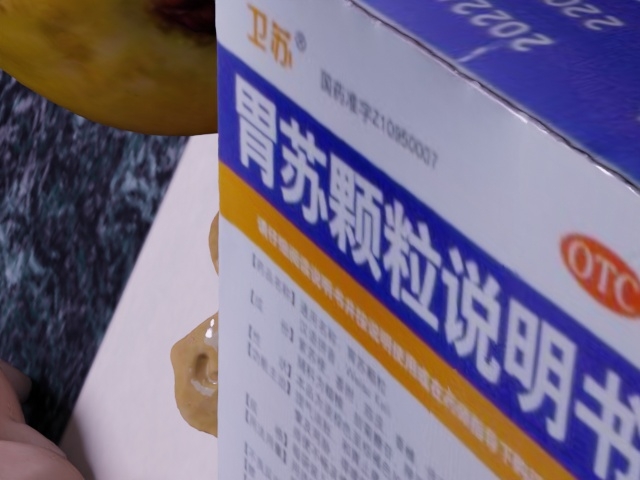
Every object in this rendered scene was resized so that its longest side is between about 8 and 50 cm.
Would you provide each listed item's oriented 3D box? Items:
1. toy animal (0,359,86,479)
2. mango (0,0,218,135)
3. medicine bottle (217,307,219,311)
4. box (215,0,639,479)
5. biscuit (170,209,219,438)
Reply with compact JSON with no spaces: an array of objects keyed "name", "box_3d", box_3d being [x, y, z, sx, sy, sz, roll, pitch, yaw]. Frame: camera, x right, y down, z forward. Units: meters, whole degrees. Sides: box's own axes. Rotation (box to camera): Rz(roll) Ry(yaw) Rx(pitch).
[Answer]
[{"name":"toy animal","box_3d":[-0.183,0.129,0.815,0.250,0.154,0.166,46,120,55]},{"name":"mango","box_3d":[-0.018,-0.257,0.679,0.300,0.232,0.446,-4,66,56]},{"name":"medicine bottle","box_3d":[0.000,0.000,0.715,0.057,0.057,0.089,39,110,49]},{"name":"box","box_3d":[0.060,0.072,0.491,0.200,0.106,0.299,41,137,47]},{"name":"biscuit","box_3d":[0.022,0.023,0.662,0.184,0.027,0.133,-39,78,20]}]
